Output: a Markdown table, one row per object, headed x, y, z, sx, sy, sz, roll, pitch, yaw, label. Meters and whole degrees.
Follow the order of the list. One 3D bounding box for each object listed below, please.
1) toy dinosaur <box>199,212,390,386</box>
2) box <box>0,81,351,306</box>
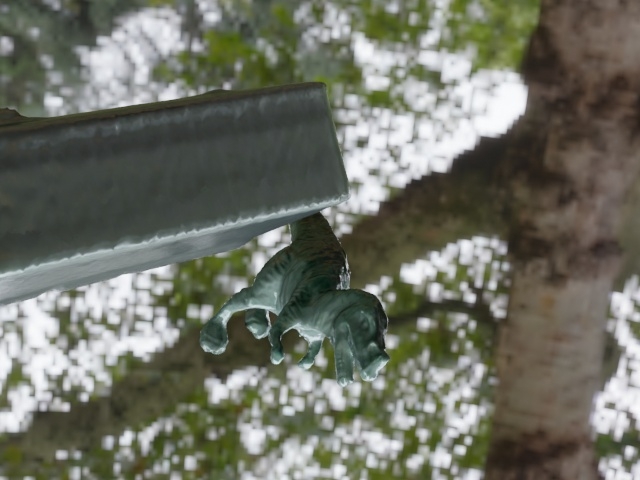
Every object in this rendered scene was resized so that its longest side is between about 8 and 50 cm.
| x | y | z | sx | sy | sz | roll | pitch | yaw | label |
| --- | --- | --- | --- | --- | --- | --- | --- | --- | --- |
| -0.039 | 0.030 | 1.282 | 0.129 | 0.076 | 0.383 | -38 | -152 | 3 | toy dinosaur |
| -0.233 | -0.011 | 1.085 | 0.396 | 0.111 | 0.396 | -11 | -177 | 37 | box |
